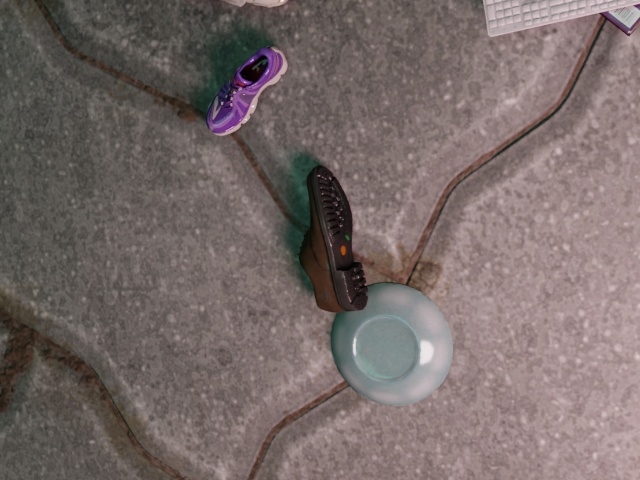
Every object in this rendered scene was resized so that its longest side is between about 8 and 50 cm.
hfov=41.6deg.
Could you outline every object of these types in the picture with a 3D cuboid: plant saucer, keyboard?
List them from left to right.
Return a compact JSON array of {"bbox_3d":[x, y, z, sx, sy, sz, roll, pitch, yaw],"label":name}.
[{"bbox_3d":[0.103,0.163,1.284,0.195,0.037,0.194,2,97,18],"label":"plant saucer"},{"bbox_3d":[0.345,-0.333,1.114,0.256,0.014,0.072,-9,93,19],"label":"keyboard"}]

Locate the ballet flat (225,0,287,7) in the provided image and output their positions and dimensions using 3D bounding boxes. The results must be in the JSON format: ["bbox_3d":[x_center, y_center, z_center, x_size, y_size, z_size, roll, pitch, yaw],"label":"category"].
[{"bbox_3d":[-0.044,-0.419,1.236,0.400,0.139,0.139,-20,89,19],"label":"ballet flat"}]

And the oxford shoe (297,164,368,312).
[{"bbox_3d":[0.000,0.000,1.282,0.096,0.083,0.227,-11,86,33],"label":"oxford shoe"}]

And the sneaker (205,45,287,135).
[{"bbox_3d":[-0.127,-0.237,1.304,0.068,0.071,0.170,44,108,10],"label":"sneaker"}]

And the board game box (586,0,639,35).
[{"bbox_3d":[0.350,-0.463,1.129,0.347,0.056,0.208,43,111,10],"label":"board game box"}]
